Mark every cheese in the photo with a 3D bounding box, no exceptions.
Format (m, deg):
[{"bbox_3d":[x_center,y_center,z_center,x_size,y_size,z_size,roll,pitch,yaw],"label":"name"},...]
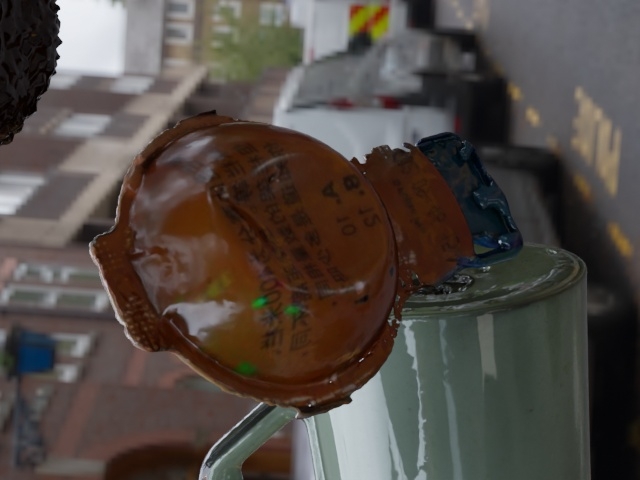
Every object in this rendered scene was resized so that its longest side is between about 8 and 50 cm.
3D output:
[{"bbox_3d":[0.000,0.000,1.094,0.129,0.329,0.217,-43,70,49],"label":"cheese"}]

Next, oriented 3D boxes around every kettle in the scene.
[{"bbox_3d":[0.069,0.212,1.478,0.250,0.361,0.377,-70,-26,-75],"label":"kettle"}]

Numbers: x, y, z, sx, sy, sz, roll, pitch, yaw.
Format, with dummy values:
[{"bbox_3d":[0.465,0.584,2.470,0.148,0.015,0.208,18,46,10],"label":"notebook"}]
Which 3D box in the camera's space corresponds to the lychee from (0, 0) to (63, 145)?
[{"bbox_3d":[-0.229,-0.119,0.884,0.194,0.194,0.194,-176,90,-90],"label":"lychee"}]
